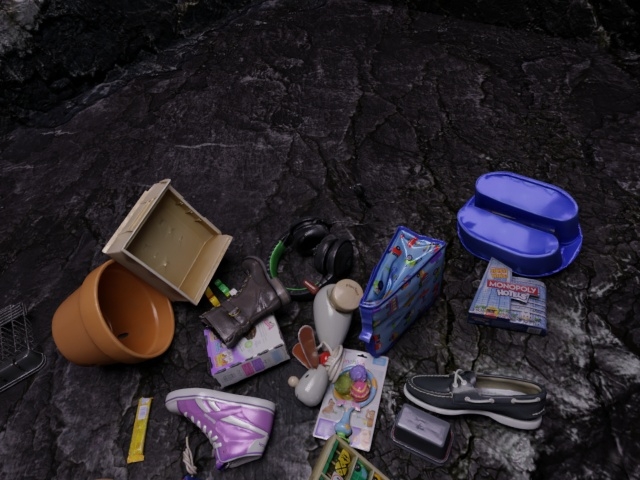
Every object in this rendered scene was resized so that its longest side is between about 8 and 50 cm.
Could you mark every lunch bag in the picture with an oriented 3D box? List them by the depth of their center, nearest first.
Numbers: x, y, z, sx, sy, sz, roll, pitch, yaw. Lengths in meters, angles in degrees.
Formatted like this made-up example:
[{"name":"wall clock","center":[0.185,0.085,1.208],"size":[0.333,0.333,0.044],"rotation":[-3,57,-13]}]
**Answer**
[{"name":"lunch bag","center":[0.191,0.149,1.086],"size":[0.138,0.221,0.293],"rotation":[23,54,28]}]

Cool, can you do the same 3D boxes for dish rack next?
[{"name":"dish rack","center":[-0.964,0.321,1.289],"size":[0.208,0.074,0.271],"rotation":[-30,49,-16]}]

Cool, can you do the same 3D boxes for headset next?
[{"name":"headset","center":[0.000,0.000,1.289],"size":[0.394,0.185,0.243],"rotation":[-41,53,-8]}]

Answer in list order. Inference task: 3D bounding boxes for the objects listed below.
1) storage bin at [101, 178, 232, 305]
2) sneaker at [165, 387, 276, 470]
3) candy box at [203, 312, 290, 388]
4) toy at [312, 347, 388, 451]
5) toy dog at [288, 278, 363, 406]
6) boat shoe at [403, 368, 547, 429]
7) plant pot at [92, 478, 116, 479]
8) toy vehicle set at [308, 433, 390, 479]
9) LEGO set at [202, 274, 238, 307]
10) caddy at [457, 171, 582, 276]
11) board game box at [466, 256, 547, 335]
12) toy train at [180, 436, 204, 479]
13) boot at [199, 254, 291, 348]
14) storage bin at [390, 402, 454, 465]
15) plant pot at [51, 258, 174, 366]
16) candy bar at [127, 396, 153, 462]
[{"name":"storage bin","center":[-0.417,0.005,1.217],"size":[0.123,0.262,0.260],"rotation":[-6,49,39]},{"name":"sneaker","center":[-0.259,0.447,1.014],"size":[0.282,0.102,0.161],"rotation":[2,53,14]},{"name":"candy box","center":[-0.200,0.278,1.149],"size":[0.196,0.070,0.165],"rotation":[-22,38,-8]},{"name":"toy","center":[0.077,0.368,1.040],"size":[0.136,0.056,0.237],"rotation":[8,52,16]},{"name":"toy dog","center":[-0.012,0.228,1.100],"size":[0.160,0.220,0.334],"rotation":[23,45,2]},{"name":"boat shoe","center":[0.344,0.336,0.968],"size":[0.302,0.091,0.114],"rotation":[5,21,9]},{"name":"plant pot","center":[-0.512,0.628,0.902],"size":[0.237,0.110,0.237],"rotation":[-7,49,8]},{"name":"toy vehicle set","center":[0.034,0.530,0.807],"size":[0.166,0.035,0.267],"rotation":[39,36,0]},{"name":"LEGO set","center":[-0.330,0.140,1.296],"size":[0.227,0.093,0.087],"rotation":[33,63,33]},{"name":"caddy","center":[0.556,-0.043,1.221],"size":[0.341,0.179,0.241],"rotation":[28,83,33]},{"name":"board game box","center":[0.503,0.141,1.146],"size":[0.194,0.060,0.194],"rotation":[7,52,18]},{"name":"toy train","center":[-0.310,0.578,0.924],"size":[0.143,0.105,0.248],"rotation":[-41,43,-1]},{"name":"boot","center":[-0.229,0.159,1.178],"size":[0.229,0.091,0.263],"rotation":[-31,38,-21]},{"name":"storage bin","center":[0.228,0.415,0.945],"size":[0.135,0.091,0.098],"rotation":[18,55,24]},{"name":"plant pot","center":[-0.579,0.218,1.176],"size":[0.203,0.291,0.291],"rotation":[-24,47,11]},{"name":"candy bar","center":[-0.455,0.474,1.083],"size":[0.040,0.018,0.162],"rotation":[-8,48,0]}]
